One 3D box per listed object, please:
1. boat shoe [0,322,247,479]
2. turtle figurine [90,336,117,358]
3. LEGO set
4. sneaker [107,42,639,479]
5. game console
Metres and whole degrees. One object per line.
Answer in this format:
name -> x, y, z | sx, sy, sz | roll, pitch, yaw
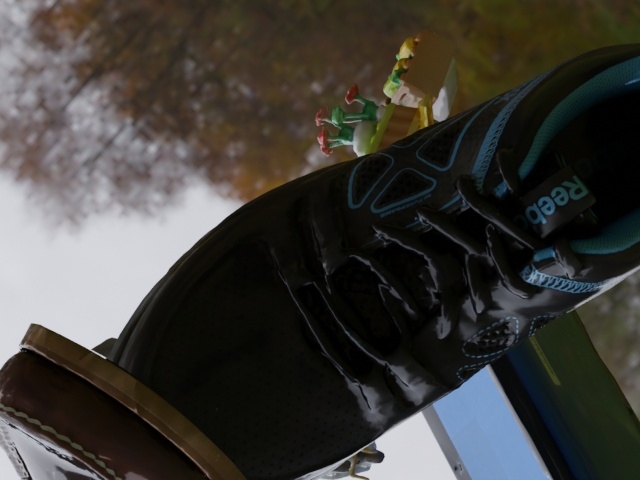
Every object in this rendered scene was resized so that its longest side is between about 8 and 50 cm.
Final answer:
boat shoe -> -0.061, 0.098, 0.608 | 0.073, 0.073, 0.207 | 28, 163, 29
turtle figurine -> -0.188, 0.124, 0.992 | 0.266, 0.274, 0.198 | 22, -164, -41
LEGO set -> 0.000, 0.000, 1.089 | 0.107, 0.287, 0.132 | 10, 176, 17
sneaker -> 0.050, 0.000, 0.797 | 0.125, 0.341, 0.139 | 56, 167, 0
game console -> 0.111, 0.118, 1.247 | 0.250, 0.173, 0.293 | 14, -136, -61
